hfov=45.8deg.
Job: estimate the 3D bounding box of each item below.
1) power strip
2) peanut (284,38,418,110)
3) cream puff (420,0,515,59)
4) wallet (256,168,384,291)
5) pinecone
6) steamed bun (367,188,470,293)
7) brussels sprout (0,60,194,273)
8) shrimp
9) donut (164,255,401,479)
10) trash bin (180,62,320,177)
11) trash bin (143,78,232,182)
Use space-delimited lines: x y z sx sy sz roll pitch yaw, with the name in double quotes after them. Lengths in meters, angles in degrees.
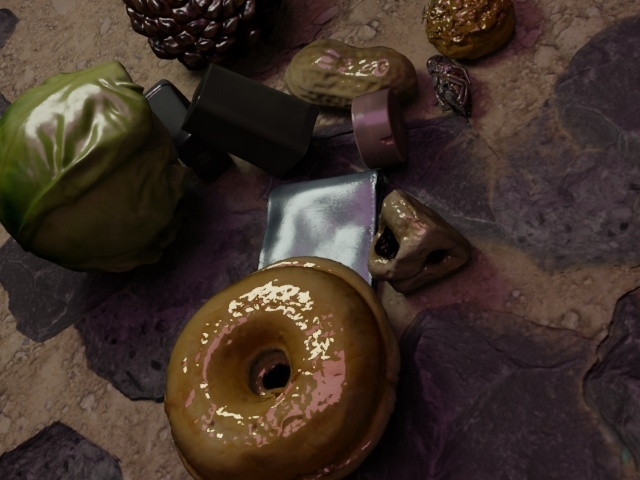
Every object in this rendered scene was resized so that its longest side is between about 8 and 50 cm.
0.119 -0.221 1.501 0.078 0.154 0.154 -11 59 19 "power strip"
0.059 -0.351 1.610 0.313 0.152 0.152 16 71 30 "peanut"
0.301 -0.464 1.560 0.189 0.129 0.189 -12 56 18 "cream puff"
-0.001 -0.001 1.499 0.251 0.054 0.291 -7 62 25 "wallet"
-0.282 -0.603 1.807 0.397 0.398 0.398 -12 59 21 "pinecone"
0.159 0.018 1.355 0.155 0.172 0.141 -52 40 15 "steamed bun"
-0.486 -0.122 1.559 0.361 0.425 0.342 -32 26 -25 "brussels sprout"
0.265 -0.303 1.526 0.073 0.075 0.190 -10 65 -16 "shrimp"
-0.073 0.232 1.309 0.448 0.198 0.449 -11 62 21 "donut"
-0.147 -0.248 1.564 0.164 0.240 0.122 -31 40 61 "trash bin"
-0.314 -0.255 1.726 0.101 0.177 0.236 -40 57 1 "trash bin"
